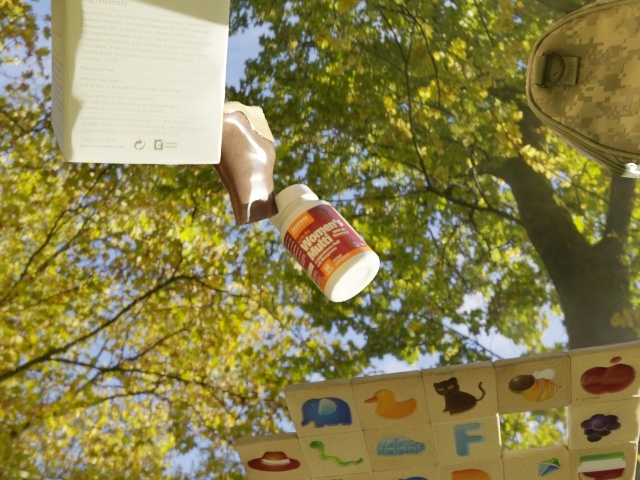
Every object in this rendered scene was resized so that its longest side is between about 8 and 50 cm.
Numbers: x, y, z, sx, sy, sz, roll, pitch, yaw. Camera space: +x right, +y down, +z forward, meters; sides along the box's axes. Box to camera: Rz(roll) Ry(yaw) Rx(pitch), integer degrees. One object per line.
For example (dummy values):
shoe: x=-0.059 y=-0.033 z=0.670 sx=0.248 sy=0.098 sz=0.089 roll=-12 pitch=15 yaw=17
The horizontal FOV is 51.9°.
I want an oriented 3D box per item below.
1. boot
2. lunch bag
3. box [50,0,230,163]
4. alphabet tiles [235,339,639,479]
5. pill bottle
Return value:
boot: x=-0.148 y=-0.126 z=1.121 sx=0.090 sy=0.248 sz=0.206 roll=-5 pitch=-84 yaw=28
lunch bag: x=0.397 y=-0.184 z=0.775 sx=0.256 sy=0.305 sz=0.212 roll=16 pitch=-73 yaw=28
box: x=-0.211 y=-0.277 z=0.744 sx=0.168 sy=0.215 sz=0.345 roll=-2 pitch=-70 yaw=-25
alphabet tiles: x=0.075 y=0.152 z=0.416 sx=0.237 sy=0.009 sz=0.198 roll=-9 pitch=-56 yaw=8
pill bottle: x=0.000 y=0.000 z=1.243 sx=0.121 sy=0.221 sz=0.121 roll=-31 pitch=-29 yaw=-19
